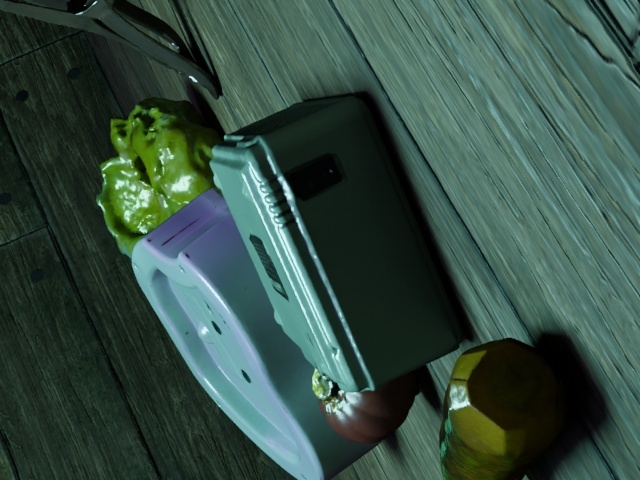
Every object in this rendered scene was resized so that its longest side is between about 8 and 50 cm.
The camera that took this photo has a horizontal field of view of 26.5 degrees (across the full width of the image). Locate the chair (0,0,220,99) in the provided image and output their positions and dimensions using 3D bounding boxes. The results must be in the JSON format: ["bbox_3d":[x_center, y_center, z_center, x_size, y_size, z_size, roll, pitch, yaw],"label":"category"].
[{"bbox_3d":[-0.230,-0.304,1.523,0.327,0.183,0.175,18,-161,-30],"label":"chair"}]

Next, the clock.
[{"bbox_3d":[-0.066,0.104,1.458,0.338,0.102,0.338,46,160,22],"label":"clock"}]

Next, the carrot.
[{"bbox_3d":[0.104,0.118,0.814,0.070,0.070,0.260,62,172,20],"label":"carrot"}]

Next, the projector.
[{"bbox_3d":[0.000,0.000,1.001,0.192,0.099,0.257,65,172,-9],"label":"projector"}]

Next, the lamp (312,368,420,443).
[{"bbox_3d":[0.039,0.119,1.137,0.101,0.090,0.101,-15,73,58],"label":"lamp"}]

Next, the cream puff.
[{"bbox_3d":[-0.197,-0.056,1.788,0.281,0.185,0.282,62,175,10],"label":"cream puff"}]
